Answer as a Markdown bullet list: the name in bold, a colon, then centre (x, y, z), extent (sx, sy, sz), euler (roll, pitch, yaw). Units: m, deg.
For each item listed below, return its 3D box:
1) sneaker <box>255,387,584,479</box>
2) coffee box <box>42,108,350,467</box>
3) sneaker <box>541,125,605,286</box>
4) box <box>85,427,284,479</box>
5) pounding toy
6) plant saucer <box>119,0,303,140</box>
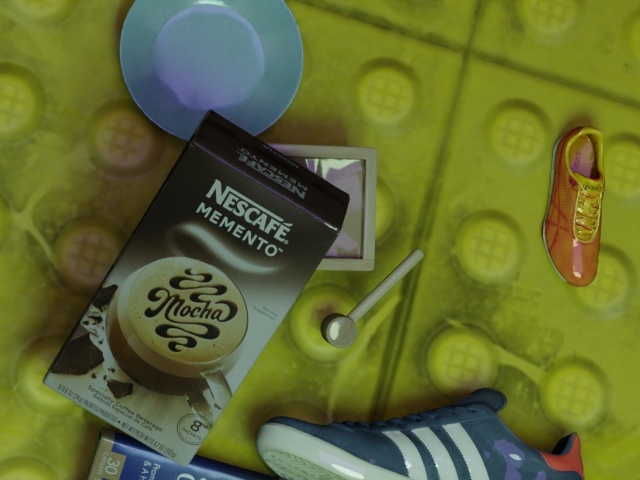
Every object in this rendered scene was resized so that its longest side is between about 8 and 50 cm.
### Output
- **sneaker**: centre (0.109, 0.211, 1.894), extent (0.350, 0.131, 0.148), euler (18, 70, -13)
- **coffee box**: centre (-0.119, 0.046, 1.797), extent (0.168, 0.119, 0.297), euler (31, 109, -5)
- **sneaker**: centre (0.275, -0.037, 1.984), extent (0.064, 0.067, 0.175), euler (0, 83, -13)
- **box**: centre (-0.131, 0.283, 1.850), extent (0.225, 0.036, 0.136), euler (16, 100, -10)
- **pounding toy**: centre (0.009, 0.006, 1.917), extent (0.181, 0.094, 0.206), euler (1, 91, -16)
- **plant saucer**: centre (-0.115, -0.192, 1.943), extent (0.195, 0.037, 0.195), euler (2, 82, -10)
